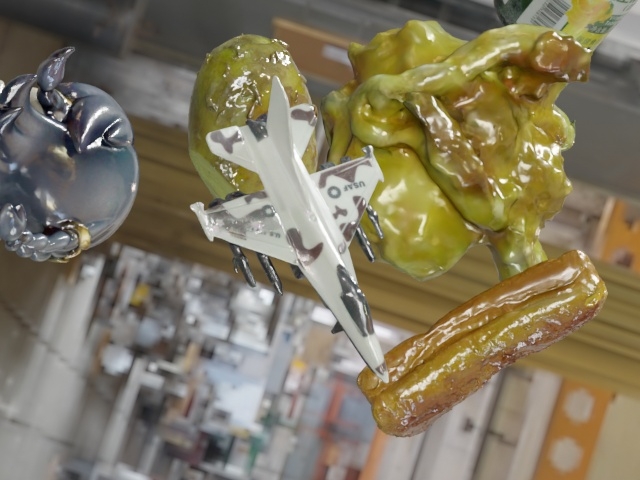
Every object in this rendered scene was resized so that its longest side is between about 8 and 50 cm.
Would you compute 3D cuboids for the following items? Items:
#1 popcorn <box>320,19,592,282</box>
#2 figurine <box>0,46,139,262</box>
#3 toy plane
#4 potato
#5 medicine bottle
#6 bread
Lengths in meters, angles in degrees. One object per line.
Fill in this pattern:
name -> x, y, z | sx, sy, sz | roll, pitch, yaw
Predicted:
popcorn -> 0.153, -0.093, 1.854 | 0.326, 0.290, 0.321 | -32, 127, -48
figurine -> -0.283, -0.074, 1.548 | 0.265, 0.175, 0.197 | -12, 99, -48
toy plane -> -0.009, -0.002, 1.229 | 0.082, 0.160, 0.234 | -21, -92, 61
potato -> -0.085, -0.121, 2.176 | 0.141, 0.176, 0.298 | 28, -49, 60
medicine bottle -> 0.334, -0.346, 1.933 | 0.293, 0.141, 0.141 | -51, -167, 36
bread -> 0.167, 0.109, 1.716 | 0.271, 0.077, 0.139 | -31, 162, -1
